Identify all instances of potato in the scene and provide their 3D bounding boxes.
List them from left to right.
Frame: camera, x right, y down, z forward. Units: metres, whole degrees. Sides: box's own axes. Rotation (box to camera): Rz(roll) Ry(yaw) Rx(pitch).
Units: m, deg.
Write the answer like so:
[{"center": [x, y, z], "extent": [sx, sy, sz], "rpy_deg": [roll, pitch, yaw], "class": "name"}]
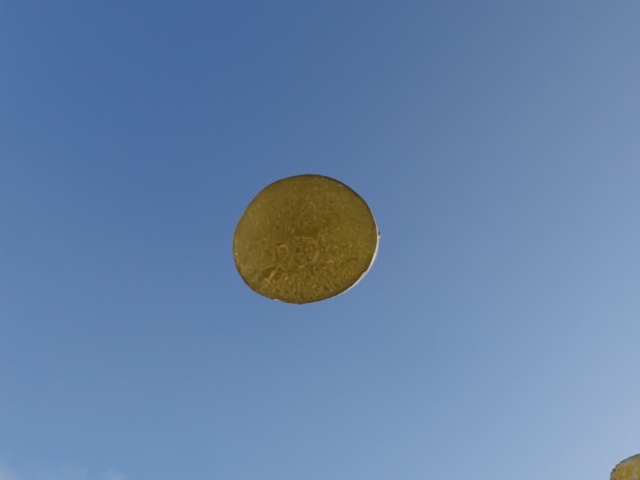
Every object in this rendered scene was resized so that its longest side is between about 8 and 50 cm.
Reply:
[{"center": [0.000, 0.000, 0.884], "extent": [0.203, 0.158, 0.178], "rpy_deg": [-29, -102, 19], "class": "potato"}]

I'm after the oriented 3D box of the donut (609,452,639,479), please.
[{"center": [0.182, 0.192, 0.291], "extent": [0.146, 0.181, 0.078], "rpy_deg": [39, -28, -6], "class": "donut"}]
